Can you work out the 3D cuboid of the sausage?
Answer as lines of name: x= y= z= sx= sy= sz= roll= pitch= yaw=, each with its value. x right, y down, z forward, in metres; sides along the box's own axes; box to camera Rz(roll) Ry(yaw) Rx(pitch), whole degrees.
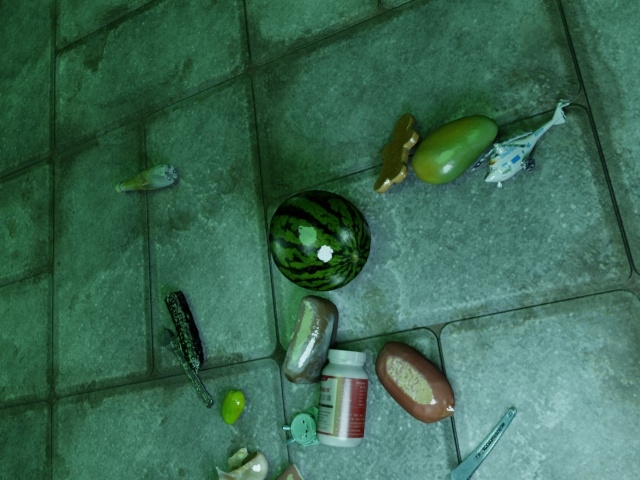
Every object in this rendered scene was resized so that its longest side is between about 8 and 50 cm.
sausage: x=0.241 y=0.367 z=1.612 sx=0.254 sy=0.148 sz=0.148 roll=38 pitch=97 yaw=28

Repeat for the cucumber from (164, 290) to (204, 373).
cucumber: x=-0.438 y=0.299 z=2.040 sx=0.072 sy=0.072 sz=0.300 roll=-35 pitch=64 yaw=17

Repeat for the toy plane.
toy plane: x=0.537 y=-0.252 z=1.643 sx=0.273 sy=0.107 sz=0.182 roll=-42 pitch=15 yaw=-15

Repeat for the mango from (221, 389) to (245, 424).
mango: x=-0.267 y=0.508 z=1.902 sx=0.073 sy=0.056 sz=0.108 roll=15 pitch=88 yaw=36

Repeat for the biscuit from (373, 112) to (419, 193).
biscuit: x=0.227 y=-0.257 z=1.787 sx=0.165 sy=0.036 sz=0.250 roll=-28 pitch=41 yaw=56

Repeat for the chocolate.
chocolate: x=-0.009 y=0.288 z=1.751 sx=0.080 sy=0.157 sz=0.254 roll=13 pitch=85 yaw=35

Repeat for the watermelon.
watermelon: x=0.000 y=0.000 z=1.752 sx=0.285 sy=0.285 sz=0.285 roll=-7 pitch=75 yaw=27

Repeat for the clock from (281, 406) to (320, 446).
clock: x=-0.043 y=0.539 z=1.778 sx=0.135 sy=0.041 sz=0.101 roll=-27 pitch=66 yaw=21

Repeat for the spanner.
spanner: x=-0.438 y=0.411 z=2.038 sx=0.093 sy=0.026 sz=0.325 roll=-45 pitch=62 yaw=13

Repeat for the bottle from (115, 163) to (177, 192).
bottle: x=-0.643 y=-0.216 z=2.271 sx=0.270 sy=0.083 sz=0.083 roll=-12 pitch=72 yaw=28

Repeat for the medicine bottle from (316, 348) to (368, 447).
medicine bottle: x=0.062 y=0.427 z=1.696 sx=0.131 sy=0.131 sz=0.250 roll=0 pitch=78 yaw=29

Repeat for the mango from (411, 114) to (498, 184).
mango: x=0.361 y=-0.255 z=1.697 sx=0.251 sy=0.114 sz=0.156 roll=-42 pitch=38 yaw=21

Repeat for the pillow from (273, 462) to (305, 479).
pillow: x=-0.091 y=0.736 z=1.737 sx=0.179 sy=0.075 sz=0.171 roll=-44 pitch=62 yaw=14

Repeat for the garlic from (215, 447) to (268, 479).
garlic: x=-0.229 y=0.683 z=1.819 sx=0.174 sy=0.099 sz=0.124 roll=-41 pitch=77 yaw=14

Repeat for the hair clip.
hair clip: x=0.406 y=0.504 z=1.538 sx=0.039 sy=0.070 sz=0.229 roll=38 pitch=90 yaw=34
